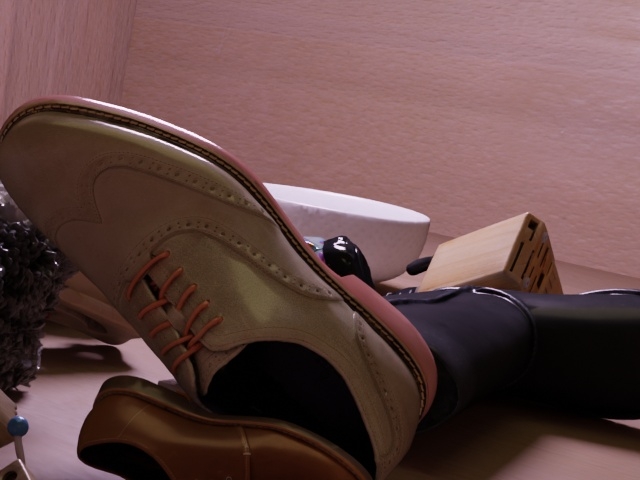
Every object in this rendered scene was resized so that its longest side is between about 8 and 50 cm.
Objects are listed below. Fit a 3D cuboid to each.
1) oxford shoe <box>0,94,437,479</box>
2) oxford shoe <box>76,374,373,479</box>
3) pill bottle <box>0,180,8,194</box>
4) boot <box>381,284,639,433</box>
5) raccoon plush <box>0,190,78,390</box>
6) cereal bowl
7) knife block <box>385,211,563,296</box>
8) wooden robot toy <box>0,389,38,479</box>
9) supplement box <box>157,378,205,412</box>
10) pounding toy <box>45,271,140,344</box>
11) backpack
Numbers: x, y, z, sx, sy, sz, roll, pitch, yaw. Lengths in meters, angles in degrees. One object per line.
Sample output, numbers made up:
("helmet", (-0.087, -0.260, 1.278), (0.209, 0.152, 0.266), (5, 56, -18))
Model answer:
("oxford shoe", (-0.084, 0.034, 0.965), (0.397, 0.140, 0.146), (34, 25, -2))
("oxford shoe", (-0.068, 0.163, 0.903), (0.212, 0.076, 0.076), (14, 37, 8))
("pill bottle", (-0.373, -0.011, 1.411), (0.318, 0.176, 0.176), (7, 7, -24))
("boot", (0.182, 0.111, 1.272), (0.367, 0.146, 0.445), (0, -4, 25))
("raccoon plush", (-0.276, 0.097, 0.935), (0.299, 0.216, 0.446), (23, 27, -39))
("cereal bowl", (0.000, 0.000, 2.098), (0.339, 0.141, 0.339), (10, 5, -1))
("knife block", (0.178, 0.048, 1.656), (0.242, 0.088, 0.276), (14, -24, 25))
("wooden robot toy", (-0.167, 0.163, 0.729), (0.173, 0.076, 0.079), (48, -7, 46))
("supplement box", (-0.089, 0.139, 1.020), (0.036, 0.062, 0.098), (15, 7, 32))
("pounding toy", (-0.292, 0.058, 1.268), (0.154, 0.155, 0.269), (-5, -24, 42))
("backpack", (-0.037, 0.057, 1.435), (0.182, 0.115, 0.152), (-15, -18, 9))
